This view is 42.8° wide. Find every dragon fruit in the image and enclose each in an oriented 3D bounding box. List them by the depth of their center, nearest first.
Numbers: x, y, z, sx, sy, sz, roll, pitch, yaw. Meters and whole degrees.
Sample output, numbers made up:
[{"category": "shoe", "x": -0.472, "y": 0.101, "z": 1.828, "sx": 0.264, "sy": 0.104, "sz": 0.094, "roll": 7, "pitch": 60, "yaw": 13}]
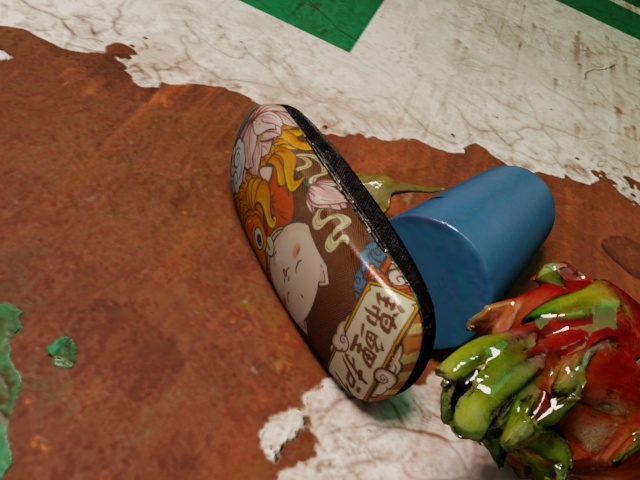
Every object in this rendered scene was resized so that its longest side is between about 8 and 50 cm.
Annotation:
[{"category": "dragon fruit", "x": 0.200, "y": 0.136, "z": 0.672, "sx": 0.269, "sy": 0.198, "sz": 0.200, "roll": -26, "pitch": 104, "yaw": -40}]

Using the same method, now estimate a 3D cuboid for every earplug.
[{"category": "earplug", "x": 0.163, "y": -0.004, "z": 0.849, "sx": 0.132, "sy": 0.132, "sz": 0.273, "roll": 37, "pitch": 35, "yaw": 16}]

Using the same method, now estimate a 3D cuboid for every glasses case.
[{"category": "glasses case", "x": 0.000, "y": 0.000, "z": 0.746, "sx": 0.082, "sy": 0.122, "sz": 0.321, "roll": -3, "pitch": 45, "yaw": -35}]

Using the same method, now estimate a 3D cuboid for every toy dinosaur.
[{"category": "toy dinosaur", "x": 0.069, "y": -0.058, "z": 0.861, "sx": 0.162, "sy": 0.039, "sz": 0.126, "roll": -9, "pitch": 19, "yaw": 27}]
